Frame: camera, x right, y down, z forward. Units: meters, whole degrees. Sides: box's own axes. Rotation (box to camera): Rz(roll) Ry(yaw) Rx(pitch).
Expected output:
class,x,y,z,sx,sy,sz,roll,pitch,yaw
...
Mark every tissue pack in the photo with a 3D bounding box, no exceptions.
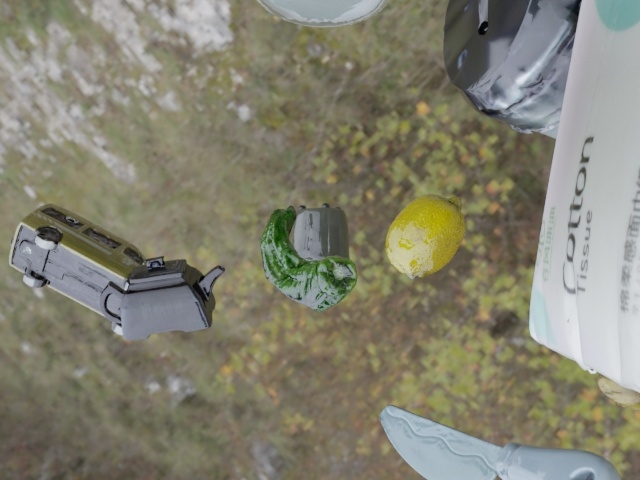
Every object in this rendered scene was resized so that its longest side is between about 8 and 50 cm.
class,x,y,z,sx,sy,sz,roll,pitch,yaw
tissue pack,0.255,-0.083,0.693,0.194,0.356,0.266,10,-177,-5

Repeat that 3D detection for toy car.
class,x,y,z,sx,sy,sz,roll,pitch,yaw
toy car,-0.352,0.042,1.899,0.257,0.124,0.101,27,122,6

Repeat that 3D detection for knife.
class,x,y,z,sx,sy,sz,roll,pitch,yaw
knife,0.174,0.241,1.307,0.331,0.080,0.044,6,157,47

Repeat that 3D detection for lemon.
class,x,y,z,sx,sy,sz,roll,pitch,yaw
lemon,0.122,-0.009,1.390,0.082,0.110,0.082,36,169,8

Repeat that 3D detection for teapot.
class,x,y,z,sx,sy,sz,roll,pitch,yaw
teapot,-0.211,0.067,1.627,0.087,0.177,0.096,-88,-12,-68

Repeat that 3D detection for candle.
class,x,y,z,sx,sy,sz,roll,pitch,yaw
candle,0.304,-0.189,1.225,0.343,0.221,0.221,16,164,-24

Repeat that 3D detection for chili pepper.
class,x,y,z,sx,sy,sz,roll,pitch,yaw
chili pepper,-0.017,0.025,1.241,0.182,0.050,0.073,39,124,56

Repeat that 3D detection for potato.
class,x,y,z,sx,sy,sz,roll,pitch,yaw
potato,0.285,0.128,1.073,0.092,0.046,0.045,19,-158,-32

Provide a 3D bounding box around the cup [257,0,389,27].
class,x,y,z,sx,sy,sz,roll,pitch,yaw
cup,0.005,-0.315,1.165,0.186,0.234,0.258,2,158,0

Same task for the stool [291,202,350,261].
class,x,y,z,sx,sy,sz,roll,pitch,yaw
stool,0.000,0.000,1.898,0.096,0.096,0.110,-8,81,58
